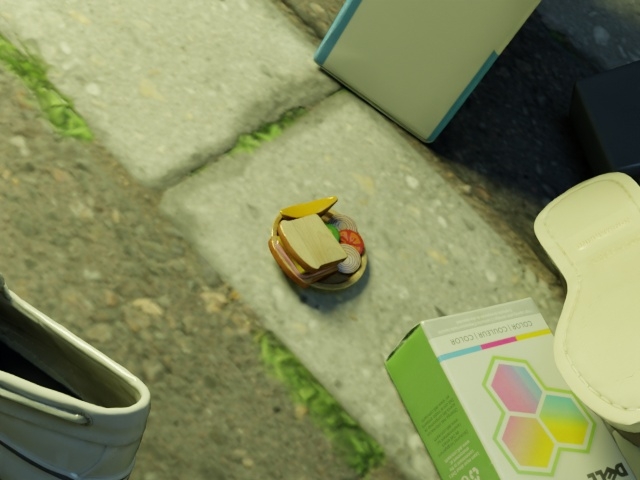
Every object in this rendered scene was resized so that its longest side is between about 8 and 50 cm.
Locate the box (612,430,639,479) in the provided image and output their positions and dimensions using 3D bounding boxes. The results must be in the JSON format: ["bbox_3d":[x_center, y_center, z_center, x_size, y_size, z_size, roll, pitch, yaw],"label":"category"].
[{"bbox_3d":[0.290,0.163,0.933,0.102,0.087,0.101,0,57,-29],"label":"box"}]

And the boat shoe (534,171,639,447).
[{"bbox_3d":[0.225,0.057,0.903,0.097,0.116,0.324,57,13,-20],"label":"boat shoe"}]

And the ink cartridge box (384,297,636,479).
[{"bbox_3d":[0.141,0.148,0.882,0.109,0.062,0.209,-9,62,-34],"label":"ink cartridge box"}]

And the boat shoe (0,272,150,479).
[{"bbox_3d":[-0.213,0.048,0.725,0.267,0.088,0.096,35,29,12],"label":"boat shoe"}]

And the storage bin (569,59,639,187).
[{"bbox_3d":[0.278,-0.092,1.128,0.091,0.098,0.135,-12,60,-3],"label":"storage bin"}]

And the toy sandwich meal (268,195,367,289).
[{"bbox_3d":[0.000,0.000,0.940,0.085,0.029,0.085,14,51,-18],"label":"toy sandwich meal"}]

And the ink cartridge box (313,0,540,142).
[{"bbox_3d":[0.147,-0.265,1.088,0.129,0.223,0.307,35,47,0],"label":"ink cartridge box"}]
